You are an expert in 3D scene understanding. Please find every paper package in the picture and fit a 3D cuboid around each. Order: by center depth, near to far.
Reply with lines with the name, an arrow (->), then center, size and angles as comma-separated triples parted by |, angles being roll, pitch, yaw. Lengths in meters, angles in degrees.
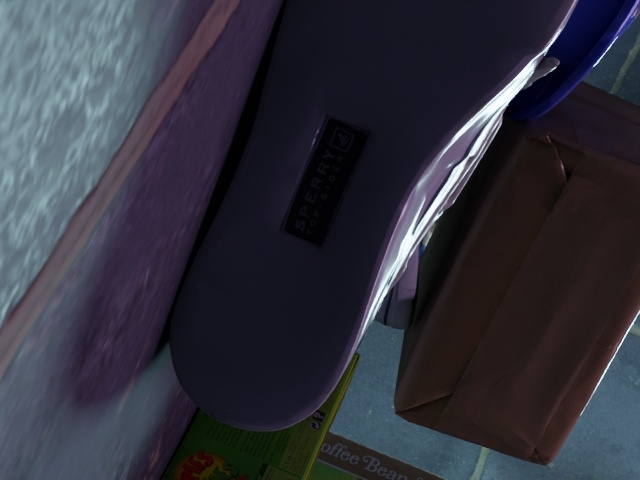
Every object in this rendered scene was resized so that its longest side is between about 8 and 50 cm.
paper package -> 0.206, 0.009, 1.324 | 0.325, 0.168, 0.309 | -72, -174, -68

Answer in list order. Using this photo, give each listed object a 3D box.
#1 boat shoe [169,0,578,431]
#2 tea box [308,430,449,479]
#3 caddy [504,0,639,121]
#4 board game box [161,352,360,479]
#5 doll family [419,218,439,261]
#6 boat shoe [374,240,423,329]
boat shoe -> 0.042, -0.073, 0.743 | 0.156, 0.136, 0.367 | -48, 162, -75
tea box -> 0.026, 0.412, 1.588 | 0.220, 0.329, 0.323 | 94, 18, -73
caddy -> 0.215, -0.266, 1.168 | 0.341, 0.179, 0.241 | -66, -167, -20
board game box -> -0.046, 0.144, 0.991 | 0.043, 0.092, 0.181 | 106, 8, -50
doll family -> 0.110, -0.099, 1.663 | 0.163, 0.118, 0.263 | -59, 154, -24
boat shoe -> 0.052, 0.018, 1.212 | 0.226, 0.076, 0.083 | 90, 9, -57
